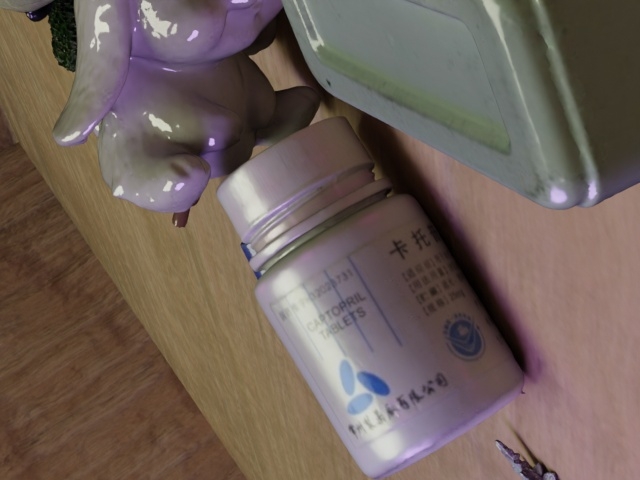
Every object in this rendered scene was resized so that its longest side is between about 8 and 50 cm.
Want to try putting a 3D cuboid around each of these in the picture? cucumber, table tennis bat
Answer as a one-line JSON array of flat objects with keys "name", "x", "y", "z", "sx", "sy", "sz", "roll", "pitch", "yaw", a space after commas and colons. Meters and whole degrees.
[{"name": "cucumber", "x": -0.334, "y": -0.312, "z": 2.217, "sx": 0.096, "sy": 0.096, "sz": 0.359, "roll": 58, "pitch": 169, "yaw": 10}, {"name": "table tennis bat", "x": -0.120, "y": -0.077, "z": 2.101, "sx": 0.170, "sy": 0.119, "sz": 0.107, "roll": 112, "pitch": 157, "yaw": -46}]

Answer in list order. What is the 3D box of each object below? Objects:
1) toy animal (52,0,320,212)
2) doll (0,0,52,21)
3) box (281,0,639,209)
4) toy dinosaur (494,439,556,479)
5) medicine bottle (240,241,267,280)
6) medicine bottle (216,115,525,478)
[{"name": "toy animal", "x": -0.128, "y": -0.192, "z": 1.421, "sx": 0.206, "sy": 0.271, "sz": 0.265, "roll": 22, "pitch": 130, "yaw": 31}, {"name": "doll", "x": -0.244, "y": -0.308, "z": 1.602, "sx": 0.143, "sy": 0.234, "sz": 0.135, "roll": 101, "pitch": 152, "yaw": -76}, {"name": "box", "x": 0.104, "y": -0.132, "z": 0.748, "sx": 0.312, "sy": 0.182, "sz": 0.175, "roll": 35, "pitch": 152, "yaw": 60}, {"name": "toy dinosaur", "x": 0.223, "y": 0.274, "z": 1.496, "sx": 0.209, "sy": 0.039, "sz": 0.082, "roll": 58, "pitch": 165, "yaw": 7}, {"name": "medicine bottle", "x": -0.022, "y": 0.092, "z": 1.978, "sx": 0.231, "sy": 0.059, "sz": 0.059, "roll": 63, "pitch": 167, "yaw": -10}, {"name": "medicine bottle", "x": 0.039, "y": 0.048, "z": 1.407, "sx": 0.293, "sy": 0.170, "sz": 0.170, "roll": 58, "pitch": 167, "yaw": 6}]
